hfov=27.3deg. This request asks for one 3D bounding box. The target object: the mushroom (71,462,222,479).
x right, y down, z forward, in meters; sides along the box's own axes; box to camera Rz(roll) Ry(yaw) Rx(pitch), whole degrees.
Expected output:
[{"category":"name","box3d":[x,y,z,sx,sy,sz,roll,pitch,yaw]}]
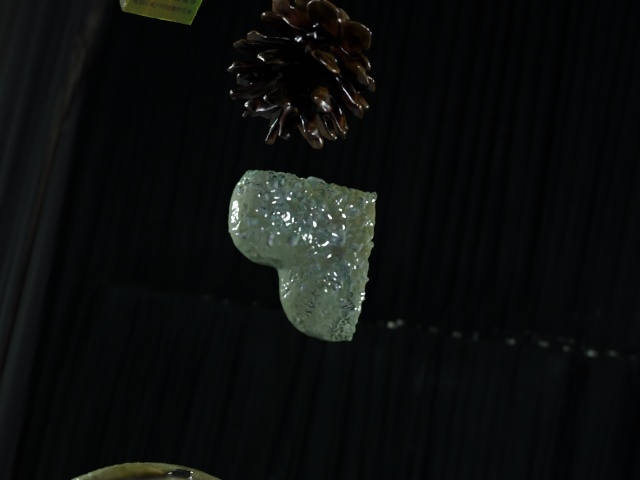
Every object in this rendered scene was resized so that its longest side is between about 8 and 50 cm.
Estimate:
[{"category":"mushroom","box3d":[-0.216,0.352,1.535,0.292,0.218,0.212,15,-1,-13]}]

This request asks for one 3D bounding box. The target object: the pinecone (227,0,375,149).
[{"category":"pinecone","box3d":[-0.028,-0.238,1.923,0.229,0.201,0.202,57,-15,-22]}]

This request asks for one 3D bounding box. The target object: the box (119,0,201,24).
[{"category":"box","box3d":[-0.224,-0.429,2.057,0.121,0.030,0.193,6,-47,-31]}]

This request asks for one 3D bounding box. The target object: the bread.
[{"category":"bread","box3d":[0.000,0.000,1.522,0.172,0.232,0.064,-31,-11,-17]}]
